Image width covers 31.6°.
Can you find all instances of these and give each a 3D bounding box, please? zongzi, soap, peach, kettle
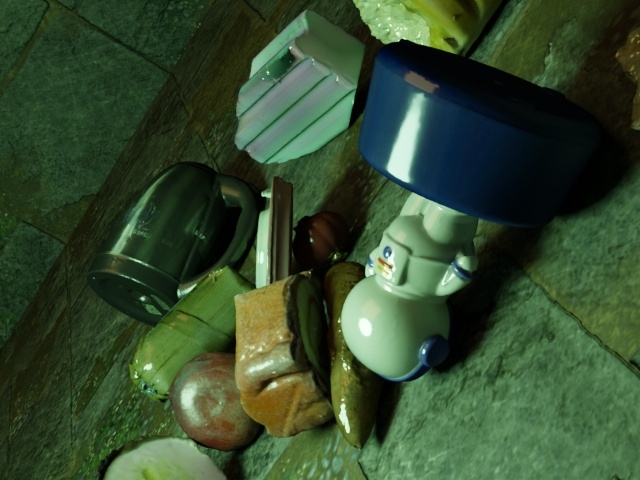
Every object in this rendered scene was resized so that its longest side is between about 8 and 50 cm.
[{"bbox_3d":[-0.224,0.177,1.932,0.251,0.125,0.274,-45,1,-19],"label":"zongzi"},{"bbox_3d":[-0.045,-0.260,2.049,0.324,0.193,0.109,-35,31,50],"label":"soap"},{"bbox_3d":[-0.164,0.246,1.742,0.152,0.152,0.152,-47,25,30],"label":"peach"},{"bbox_3d":[-0.265,-0.012,2.244,0.321,0.228,0.324,3,58,38],"label":"kettle"}]

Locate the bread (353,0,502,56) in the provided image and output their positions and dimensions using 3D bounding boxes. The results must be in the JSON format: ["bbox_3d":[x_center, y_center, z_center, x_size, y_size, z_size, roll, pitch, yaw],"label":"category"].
[{"bbox_3d":[0.166,-0.435,1.777,0.270,0.211,0.316,-58,24,4],"label":"bread"}]

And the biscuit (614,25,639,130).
[{"bbox_3d":[0.392,-0.191,1.193,0.188,0.040,0.265,-60,20,1],"label":"biscuit"}]

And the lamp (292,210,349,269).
[{"bbox_3d":[0.000,0.000,1.759,0.101,0.090,0.101,-43,-15,-15],"label":"lamp"}]

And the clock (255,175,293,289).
[{"bbox_3d":[-0.073,0.019,1.788,0.244,0.056,0.244,-179,90,-90],"label":"clock"}]

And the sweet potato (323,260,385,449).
[{"bbox_3d":[0.052,0.121,1.495,0.341,0.092,0.114,-92,13,-54],"label":"sweet potato"}]

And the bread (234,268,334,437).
[{"bbox_3d":[-0.046,0.148,1.548,0.123,0.190,0.244,-18,35,13],"label":"bread"}]

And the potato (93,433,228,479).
[{"bbox_3d":[-0.268,0.454,1.658,0.229,0.229,0.266,-96,26,-56],"label":"potato"}]

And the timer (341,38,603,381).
[{"bbox_3d":[0.134,-0.013,1.323,0.270,0.270,0.383,-116,44,-65],"label":"timer"}]
